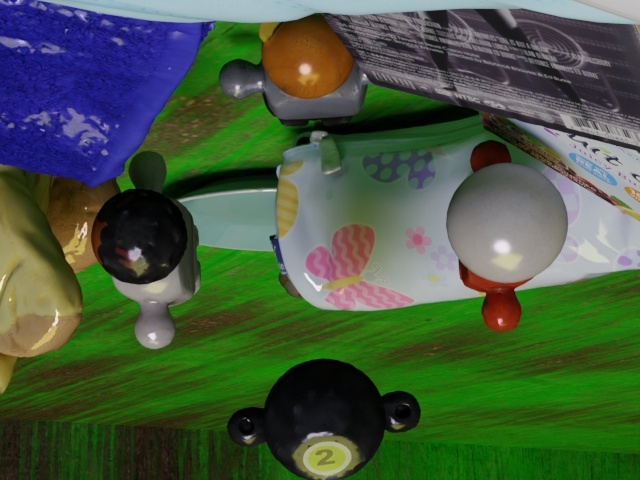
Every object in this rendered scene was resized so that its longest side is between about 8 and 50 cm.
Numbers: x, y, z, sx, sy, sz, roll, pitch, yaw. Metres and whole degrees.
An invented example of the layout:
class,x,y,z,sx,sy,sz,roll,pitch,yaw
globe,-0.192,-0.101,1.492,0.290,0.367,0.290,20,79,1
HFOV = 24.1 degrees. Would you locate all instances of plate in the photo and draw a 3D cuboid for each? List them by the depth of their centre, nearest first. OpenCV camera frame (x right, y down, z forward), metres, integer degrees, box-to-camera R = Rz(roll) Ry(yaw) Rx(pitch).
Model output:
class,x,y,z,sx,sy,sz,roll,pitch,yaw
plate,-0.035,-0.023,1.143,0.188,0.024,0.188,0,166,0

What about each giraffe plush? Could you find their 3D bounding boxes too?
class,x,y,z,sx,sy,sz,roll,pitch,yaw
giraffe plush,-0.178,-0.029,0.832,0.181,0.210,0.170,2,-170,22

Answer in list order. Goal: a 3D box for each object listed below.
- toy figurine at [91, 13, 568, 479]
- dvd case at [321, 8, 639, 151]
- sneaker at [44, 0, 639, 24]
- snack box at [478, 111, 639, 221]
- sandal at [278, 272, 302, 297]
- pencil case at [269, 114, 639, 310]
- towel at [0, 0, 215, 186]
class,x,y,z,sx,sy,sz,roll,pitch,yaw
toy figurine,0.000,0.000,0.785,0.213,0.209,0.148,-45,175,-3
dvd case,0.046,-0.107,0.565,0.165,0.018,0.221,19,163,34
sneaker,0.020,-0.119,0.393,0.366,0.135,0.150,7,180,-8
snack box,0.170,-0.053,0.711,0.207,0.070,0.174,32,175,16
sandal,0.077,0.008,1.113,0.219,0.060,0.090,-20,165,1
pencil case,0.102,-0.029,0.931,0.273,0.124,0.113,-8,-168,35
towel,-0.203,-0.100,0.582,0.308,0.076,0.227,12,152,-17
